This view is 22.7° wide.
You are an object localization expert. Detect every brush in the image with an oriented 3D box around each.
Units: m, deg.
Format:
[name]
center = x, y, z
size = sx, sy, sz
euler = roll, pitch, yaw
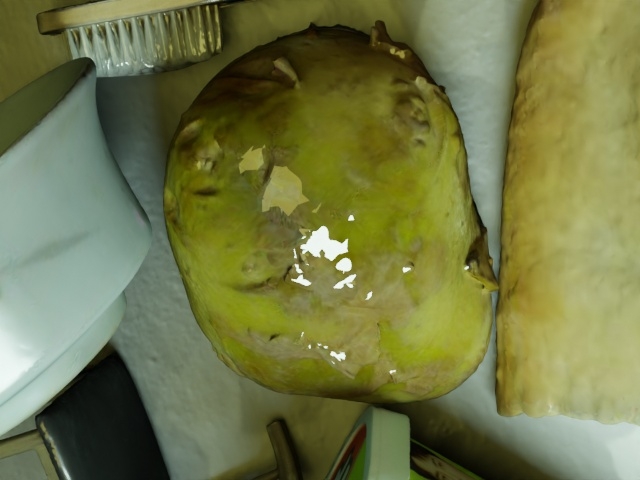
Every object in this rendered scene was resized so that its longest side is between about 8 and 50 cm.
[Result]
[brush]
center = -0.052, -0.172, 1.195
size = 0.327, 0.070, 0.065
euler = -10, 96, 8

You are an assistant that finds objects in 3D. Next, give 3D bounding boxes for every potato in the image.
[potato]
center = 0.000, 0.000, 1.155
size = 0.246, 0.196, 0.300
euler = -18, 98, 12

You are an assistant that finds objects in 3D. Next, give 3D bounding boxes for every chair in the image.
[chair]
center = -0.163, 0.186, 1.216
size = 0.272, 0.188, 0.166
euler = -19, 98, 14

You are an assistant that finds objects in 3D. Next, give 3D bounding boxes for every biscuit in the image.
[biscuit]
center = 0.322, -0.051, 1.079
size = 0.429, 0.104, 0.446
euler = 10, 102, 33

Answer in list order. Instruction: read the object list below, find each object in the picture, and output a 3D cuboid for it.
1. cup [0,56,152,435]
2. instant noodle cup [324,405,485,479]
[cup]
center = -0.252, 0.037, 1.135
size = 0.347, 0.347, 0.163
euler = -35, 105, 12
[instant noodle cup]
center = 0.121, 0.311, 1.168
size = 0.307, 0.294, 0.294
euler = 24, 102, -4
